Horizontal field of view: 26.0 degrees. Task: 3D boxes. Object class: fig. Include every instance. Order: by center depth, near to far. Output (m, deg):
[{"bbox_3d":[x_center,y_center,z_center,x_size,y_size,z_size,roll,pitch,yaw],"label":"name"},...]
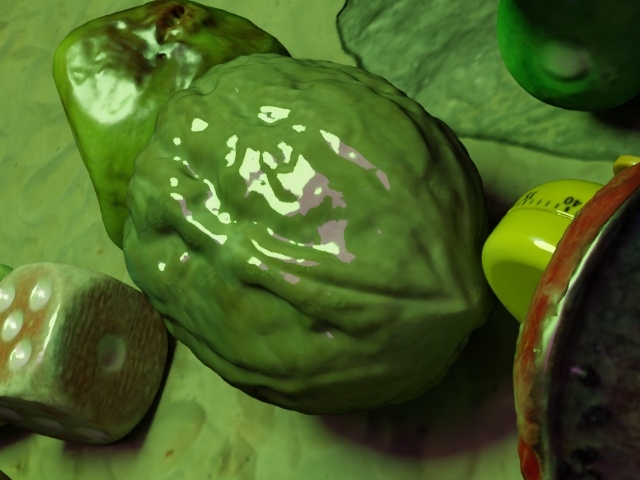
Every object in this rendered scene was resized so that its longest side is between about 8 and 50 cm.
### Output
[{"bbox_3d":[-0.095,-0.067,0.862,0.144,0.154,0.165,26,106,57],"label":"fig"}]

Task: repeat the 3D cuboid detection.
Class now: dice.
[{"bbox_3d":[-0.158,0.071,0.866,0.091,0.093,0.094,-5,60,44],"label":"dice"}]

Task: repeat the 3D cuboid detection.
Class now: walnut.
[{"bbox_3d":[-0.002,-0.001,0.706,0.230,0.178,0.178,25,83,47],"label":"walnut"}]

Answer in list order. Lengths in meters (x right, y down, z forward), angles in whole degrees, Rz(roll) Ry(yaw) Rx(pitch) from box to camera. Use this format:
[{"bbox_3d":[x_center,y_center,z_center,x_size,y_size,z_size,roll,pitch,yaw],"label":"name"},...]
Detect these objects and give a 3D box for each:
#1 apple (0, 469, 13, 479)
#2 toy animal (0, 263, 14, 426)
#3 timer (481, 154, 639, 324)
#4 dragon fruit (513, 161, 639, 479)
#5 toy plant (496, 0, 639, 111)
[{"bbox_3d":[-0.309,0.255,0.756,0.345,0.269,0.344,-27,47,33],"label":"apple"},{"bbox_3d":[-0.257,0.108,0.961,0.219,0.103,0.101,-30,69,23],"label":"toy animal"},{"bbox_3d":[0.117,0.029,0.600,0.109,0.107,0.107,-51,37,-16],"label":"timer"},{"bbox_3d":[0.159,0.057,0.497,0.148,0.219,0.223,-168,84,-80],"label":"dragon fruit"},{"bbox_3d":[0.134,-0.173,0.648,0.235,0.218,0.175,-43,41,2],"label":"toy plant"}]
